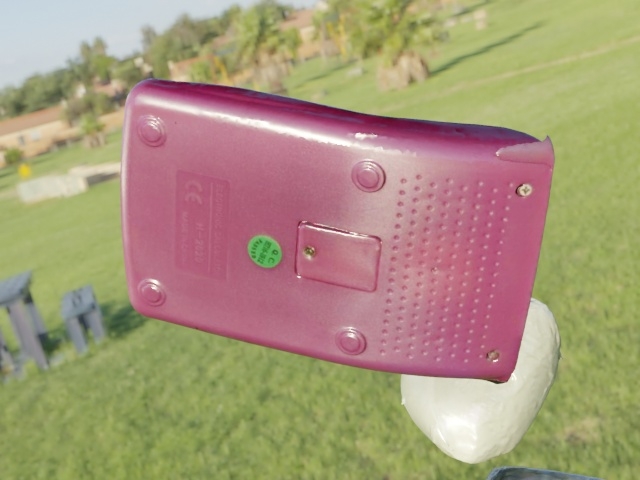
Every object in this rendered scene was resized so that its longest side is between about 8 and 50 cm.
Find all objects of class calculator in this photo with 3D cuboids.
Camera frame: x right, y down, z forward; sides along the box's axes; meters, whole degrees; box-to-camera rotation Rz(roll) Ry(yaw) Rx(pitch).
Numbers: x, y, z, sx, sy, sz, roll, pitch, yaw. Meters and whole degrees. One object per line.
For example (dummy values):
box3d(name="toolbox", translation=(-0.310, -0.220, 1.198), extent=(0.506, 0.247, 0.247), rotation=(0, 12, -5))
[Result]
box3d(name="calculator", translation=(0.000, 0.000, 0.495), extent=(0.190, 0.127, 0.034), rotation=(9, 31, 9))

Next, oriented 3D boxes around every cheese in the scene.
box3d(name="cheese", translation=(0.178, 0.154, 1.290), extent=(0.198, 0.154, 0.189), rotation=(-57, -4, -9))

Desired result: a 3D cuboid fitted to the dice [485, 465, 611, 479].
box3d(name="dice", translation=(0.277, 0.358, 1.275), extent=(0.182, 0.181, 0.183), rotation=(2, -15, 23))
